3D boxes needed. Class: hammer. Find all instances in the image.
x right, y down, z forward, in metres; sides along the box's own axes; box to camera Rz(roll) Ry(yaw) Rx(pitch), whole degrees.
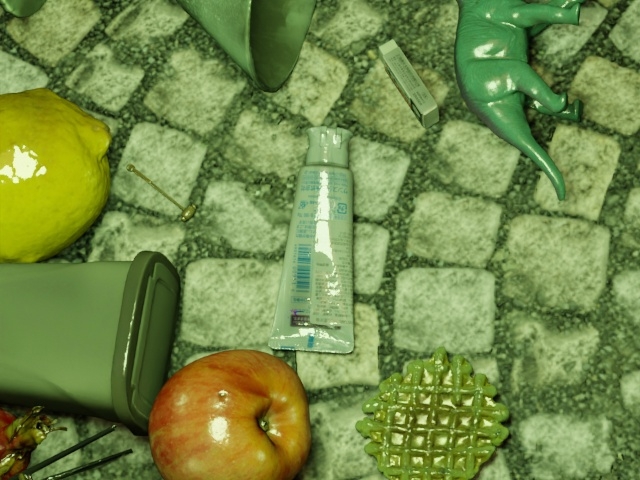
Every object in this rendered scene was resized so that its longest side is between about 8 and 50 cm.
[{"bbox_3d":[-0.221,-0.069,2.052,0.123,0.014,0.029,38,71,17],"label":"hammer"}]

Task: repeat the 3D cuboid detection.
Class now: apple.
[{"bbox_3d":[-0.105,0.234,1.843,0.164,0.209,0.209,-21,65,42],"label":"apple"}]

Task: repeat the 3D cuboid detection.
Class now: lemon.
[{"bbox_3d":[-0.404,-0.080,1.967,0.288,0.233,0.233,-28,71,2],"label":"lemon"}]

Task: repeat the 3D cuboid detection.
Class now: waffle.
[{"bbox_3d":[0.144,0.234,1.900,0.183,0.036,0.169,-42,71,-8],"label":"waffle"}]

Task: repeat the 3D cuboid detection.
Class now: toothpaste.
[{"bbox_3d":[0.000,0.000,1.981,0.114,0.073,0.299,4,80,7],"label":"toothpaste"}]

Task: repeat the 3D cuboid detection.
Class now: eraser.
[{"bbox_3d":[0.121,-0.214,2.037,0.029,0.052,0.122,-30,72,-4],"label":"eraser"}]

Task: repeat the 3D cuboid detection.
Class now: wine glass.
[{"bbox_3d":[-0.227,-0.370,2.032,0.406,0.267,0.267,12,74,14],"label":"wine glass"}]

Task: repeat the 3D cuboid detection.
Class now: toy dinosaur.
[{"bbox_3d":[0.191,-0.247,2.030,0.330,0.129,0.383,4,74,19],"label":"toy dinosaur"}]

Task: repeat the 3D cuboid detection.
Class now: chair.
[{"bbox_3d":[-0.329,0.365,1.857,0.247,0.172,0.159,-23,72,-8],"label":"chair"}]

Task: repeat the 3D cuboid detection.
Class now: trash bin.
[{"bbox_3d":[-0.319,0.127,1.900,0.250,0.219,0.220,3,70,14],"label":"trash bin"}]

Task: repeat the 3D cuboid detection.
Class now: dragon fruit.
[{"bbox_3d":[-0.412,0.259,1.884,0.246,0.125,0.125,-26,63,36],"label":"dragon fruit"}]
